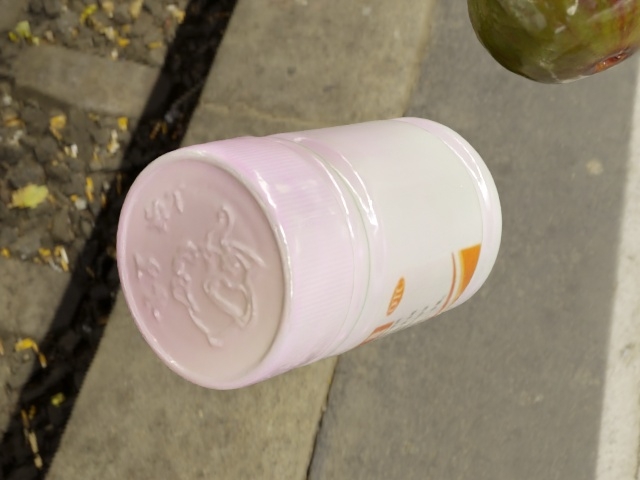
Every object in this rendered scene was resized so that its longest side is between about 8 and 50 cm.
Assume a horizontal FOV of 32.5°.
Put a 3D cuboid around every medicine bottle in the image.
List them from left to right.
[{"bbox_3d":[0.000,0.000,0.972,0.202,0.202,0.316,45,34,24],"label":"medicine bottle"}]

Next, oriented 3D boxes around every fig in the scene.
[{"bbox_3d":[0.127,-0.207,0.681,0.124,0.124,0.236,-17,68,-13],"label":"fig"}]
